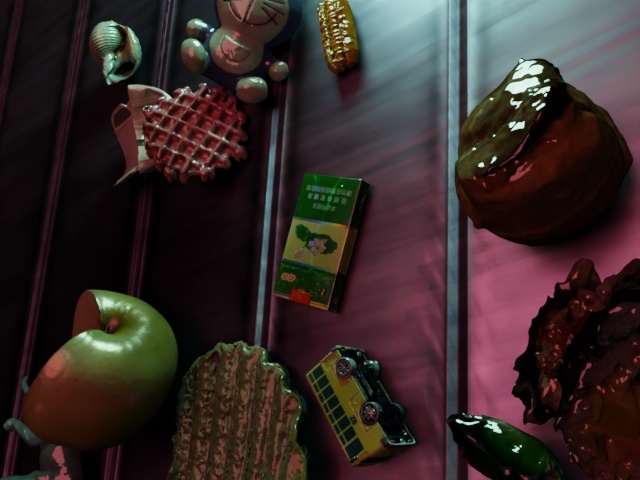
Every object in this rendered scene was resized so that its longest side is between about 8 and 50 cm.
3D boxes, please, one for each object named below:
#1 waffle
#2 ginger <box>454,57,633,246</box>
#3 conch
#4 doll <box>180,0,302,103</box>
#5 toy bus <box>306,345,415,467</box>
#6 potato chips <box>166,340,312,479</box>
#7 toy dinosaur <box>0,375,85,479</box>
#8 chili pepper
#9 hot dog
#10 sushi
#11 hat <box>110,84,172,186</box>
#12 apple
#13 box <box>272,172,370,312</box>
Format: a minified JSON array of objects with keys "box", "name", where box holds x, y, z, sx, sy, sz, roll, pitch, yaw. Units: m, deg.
[{"box":[-0.259,-0.224,1.264,0.221,0.055,0.234,-16,69,-3],"name":"waffle"},{"box":[0.281,-0.090,0.783,0.200,0.223,0.269,-42,18,29],"name":"ginger"},{"box":[-0.506,-0.476,1.526,0.135,0.102,0.153,-10,105,21],"name":"conch"},{"box":[-0.145,-0.426,1.233,0.228,0.154,0.258,28,103,4],"name":"doll"},{"box":[0.059,0.258,0.938,0.101,0.088,0.175,-44,54,19],"name":"toy bus"},{"box":[-0.150,0.388,1.049,0.358,0.070,0.429,-6,70,43],"name":"potato chips"},{"box":[-0.517,0.436,1.300,0.331,0.129,0.383,-20,65,17],"name":"toy dinosaur"},{"box":[0.248,0.321,0.729,0.148,0.116,0.264,25,135,54],"name":"chili pepper"},{"box":[0.034,-0.398,1.161,0.071,0.045,0.165,-22,67,31],"name":"hot dog"},{"box":[0.348,0.156,0.711,0.225,0.219,0.238,42,86,-5],"name":"sushi"},{"box":[-0.393,-0.219,1.396,0.226,0.164,0.219,132,132,-64],"name":"hat"},{"box":[-0.398,0.255,1.157,0.295,0.233,0.258,-93,21,-66],"name":"apple"},{"box":[0.000,0.000,1.082,0.132,0.034,0.235,12,85,36],"name":"box"}]
